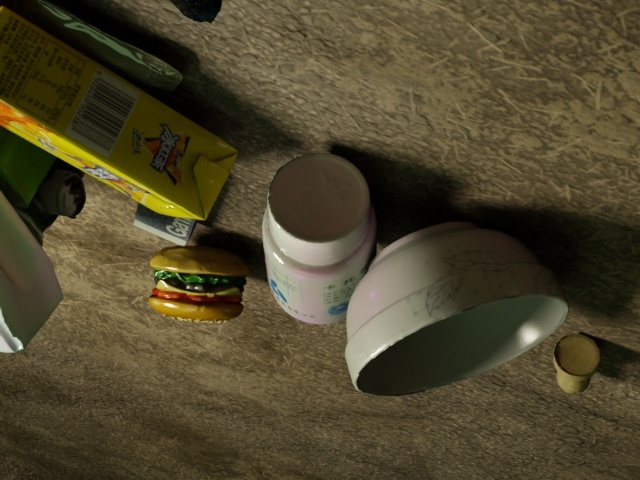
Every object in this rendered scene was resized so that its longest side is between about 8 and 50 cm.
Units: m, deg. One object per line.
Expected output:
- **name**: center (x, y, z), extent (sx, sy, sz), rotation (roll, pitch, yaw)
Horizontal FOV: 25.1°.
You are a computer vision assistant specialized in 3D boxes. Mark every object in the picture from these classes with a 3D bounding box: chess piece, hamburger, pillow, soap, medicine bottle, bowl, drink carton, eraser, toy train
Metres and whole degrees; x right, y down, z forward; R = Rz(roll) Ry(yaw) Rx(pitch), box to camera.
- **chess piece**: center (0.364, 0.180, 2.059), extent (0.066, 0.066, 0.122), rotation (17, 162, 12)
- **hamburger**: center (-0.184, 0.066, 2.181), extent (0.162, 0.115, 0.162), rotation (5, -178, 0)
- **pillow**: center (-0.271, -0.235, 1.737), extent (0.217, 0.033, 0.130), rotation (28, 162, -14)
- **soap**: center (-0.503, -0.004, 1.938), extent (0.208, 0.115, 0.347), rotation (-1, 134, 36)
- **medicine bottle**: center (0.000, 0.000, 1.863), extent (0.152, 0.152, 0.254), rotation (18, 158, 9)
- **bowl**: center (0.155, 0.076, 1.820), extent (0.287, 0.144, 0.287), rotation (-18, 157, -8)
- **drink carton**: center (-0.289, -0.152, 1.788), extent (0.351, 0.111, 0.154), rotation (30, 169, -29)
- **eraser**: center (-0.212, -0.059, 2.055), extent (0.092, 0.046, 0.212), rotation (24, 157, -4)
- **toy train**: center (-0.482, -0.120, 2.022), extent (0.307, 0.173, 0.249), rotation (11, 145, 26)

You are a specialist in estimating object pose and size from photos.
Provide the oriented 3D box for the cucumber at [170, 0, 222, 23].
- **cucumber**: center (-0.170, -0.305, 1.470), extent (0.067, 0.067, 0.245), rotation (0, 151, 41)
